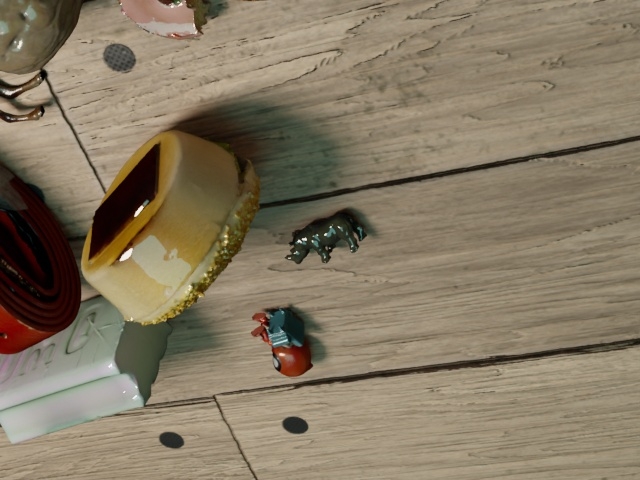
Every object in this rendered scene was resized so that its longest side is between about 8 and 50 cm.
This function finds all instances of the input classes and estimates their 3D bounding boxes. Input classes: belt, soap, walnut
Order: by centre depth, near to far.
[{"bbox_3d":[-0.415,-0.321,1.524,0.224,0.224,0.224,5,130,5],"label":"walnut"},{"bbox_3d":[-0.509,0.015,1.818,0.115,0.227,0.324,-25,103,27],"label":"belt"},{"bbox_3d":[-0.430,0.212,1.980,0.347,0.208,0.115,-19,123,24],"label":"soap"}]

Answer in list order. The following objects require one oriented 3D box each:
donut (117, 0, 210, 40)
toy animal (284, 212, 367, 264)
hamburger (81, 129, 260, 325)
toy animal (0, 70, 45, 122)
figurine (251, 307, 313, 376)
[{"bbox_3d":[-0.223,-0.340,1.573,0.117,0.065,0.166,-8,127,13],"label":"donut"},{"bbox_3d":[0.000,0.000,1.838,0.135,0.047,0.065,-23,118,27],"label":"toy animal"},{"bbox_3d":[-0.211,-0.018,1.696,0.170,0.302,0.302,33,127,-26],"label":"hamburger"},{"bbox_3d":[-0.529,-0.265,1.674,0.260,0.087,0.243,6,129,0],"label":"toy animal"},{"bbox_3d":[-0.056,0.175,1.984,0.075,0.068,0.140,-17,132,18],"label":"figurine"}]
